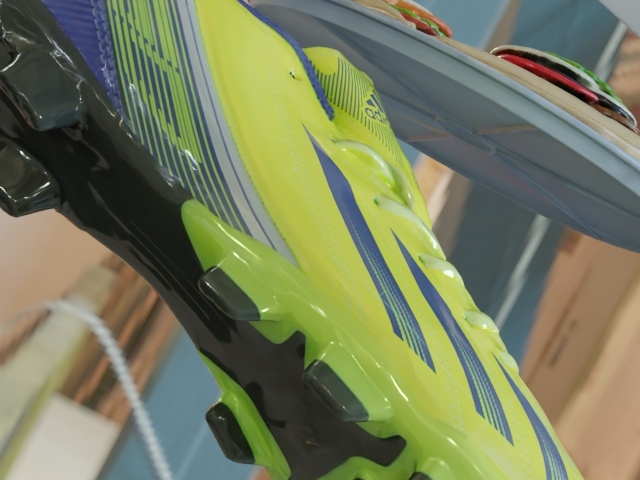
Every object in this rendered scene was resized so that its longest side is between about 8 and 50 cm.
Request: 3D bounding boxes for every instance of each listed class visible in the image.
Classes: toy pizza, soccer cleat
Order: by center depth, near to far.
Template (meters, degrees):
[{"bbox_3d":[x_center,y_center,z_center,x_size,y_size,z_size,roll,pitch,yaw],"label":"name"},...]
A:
[{"bbox_3d":[0.000,-0.001,0.573,0.289,0.121,0.093,47,-34,11],"label":"soccer cleat"},{"bbox_3d":[0.063,-0.053,0.745,0.201,0.032,0.201,30,-4,2],"label":"toy pizza"}]

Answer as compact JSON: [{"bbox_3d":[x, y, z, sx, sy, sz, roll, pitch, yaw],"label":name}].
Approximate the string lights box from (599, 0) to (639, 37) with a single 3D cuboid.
[{"bbox_3d":[0.229,-0.220,0.965,0.077,0.259,0.133,40,17,-13],"label":"string lights box"}]
